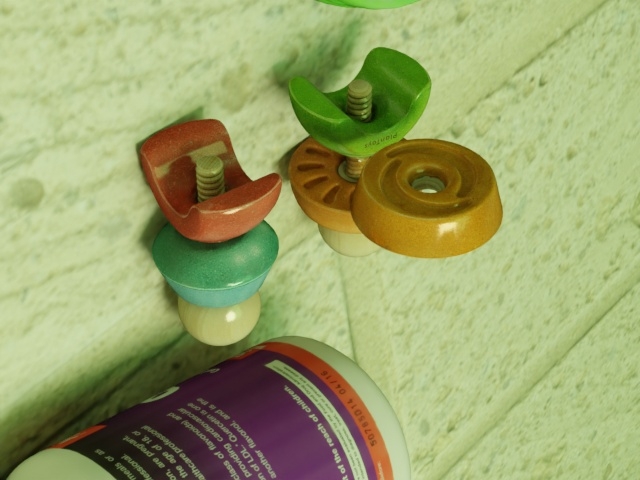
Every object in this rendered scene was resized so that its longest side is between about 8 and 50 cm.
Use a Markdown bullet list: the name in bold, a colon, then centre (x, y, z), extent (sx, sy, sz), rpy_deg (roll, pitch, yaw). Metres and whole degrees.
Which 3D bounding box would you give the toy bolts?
- **toy bolts**: centre (0.000, 0.000, 1.023), extent (0.228, 0.218, 0.158), rpy_deg (-20, 135, -22)

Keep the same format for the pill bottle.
- **pill bottle**: centre (-0.098, 0.199, 1.020), extent (0.323, 0.181, 0.181), rpy_deg (-23, 129, -42)

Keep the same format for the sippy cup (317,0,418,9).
- **sippy cup**: centre (0.042, -0.310, 0.859), extent (0.224, 0.240, 0.305), rpy_deg (25, 47, -44)
